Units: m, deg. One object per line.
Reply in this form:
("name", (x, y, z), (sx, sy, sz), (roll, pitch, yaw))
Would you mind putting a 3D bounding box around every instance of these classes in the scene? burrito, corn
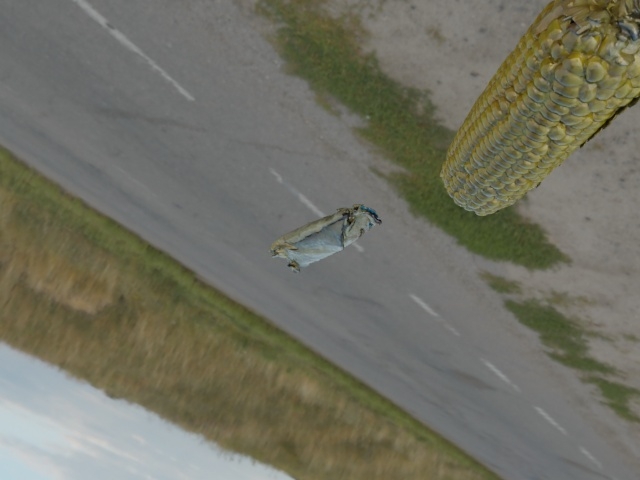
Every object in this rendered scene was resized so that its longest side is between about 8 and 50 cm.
("burrito", (0.000, -0.002, 0.787), (0.051, 0.042, 0.171), (23, 155, -28))
("corn", (0.199, -0.120, 0.647), (0.115, 0.115, 0.318), (28, 151, -2))
